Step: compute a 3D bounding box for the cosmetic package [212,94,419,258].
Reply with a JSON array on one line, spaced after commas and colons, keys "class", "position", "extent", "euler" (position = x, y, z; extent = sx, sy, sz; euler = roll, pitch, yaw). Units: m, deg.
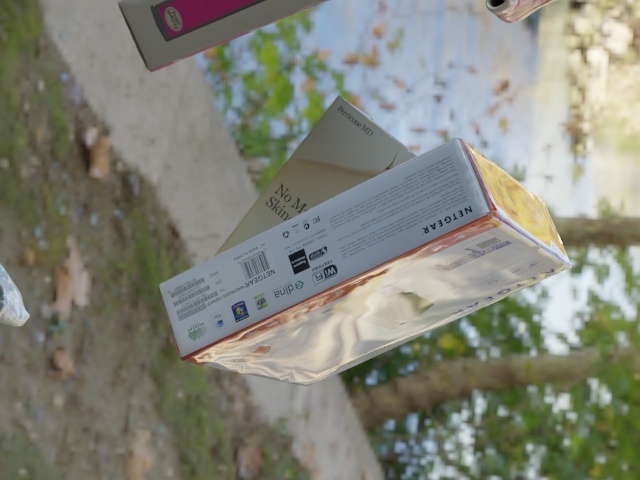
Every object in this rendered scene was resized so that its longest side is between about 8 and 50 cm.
[{"class": "cosmetic package", "position": [0.000, 0.000, 1.734], "extent": [0.309, 0.160, 0.113], "euler": [-53, 157, 6]}]

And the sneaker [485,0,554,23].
[{"class": "sneaker", "position": [0.274, -0.335, 1.881], "extent": [0.070, 0.134, 0.051], "euler": [11, 52, -49]}]

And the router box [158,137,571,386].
[{"class": "router box", "position": [0.056, 0.035, 1.454], "extent": [0.301, 0.335, 0.082], "euler": [23, 44, -63]}]

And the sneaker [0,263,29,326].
[{"class": "sneaker", "position": [-0.411, 0.057, 1.797], "extent": [0.061, 0.053, 0.152], "euler": [40, 11, -47]}]

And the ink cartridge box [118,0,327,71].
[{"class": "ink cartridge box", "position": [0.036, -0.205, 0.942], "extent": [0.175, 0.371, 0.069], "euler": [-31, 100, -38]}]
